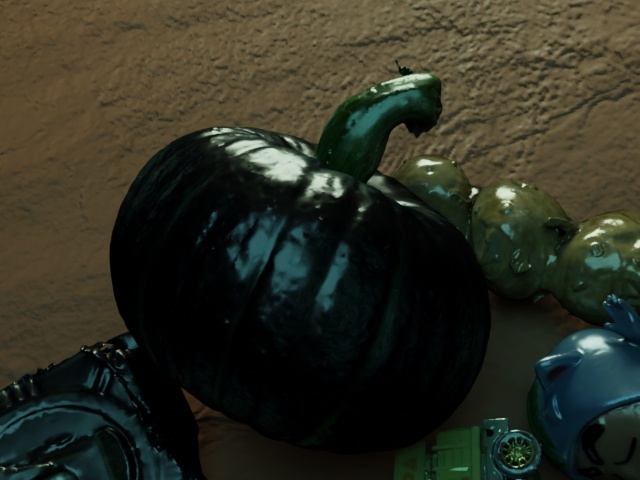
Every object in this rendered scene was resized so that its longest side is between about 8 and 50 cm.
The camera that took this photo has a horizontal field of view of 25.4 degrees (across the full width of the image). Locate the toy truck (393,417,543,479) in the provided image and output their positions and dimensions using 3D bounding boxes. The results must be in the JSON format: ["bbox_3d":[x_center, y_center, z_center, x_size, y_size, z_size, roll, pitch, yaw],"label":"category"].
[{"bbox_3d":[0.091,0.196,0.882,0.100,0.077,0.168,-3,64,9],"label":"toy truck"}]

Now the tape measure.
[{"bbox_3d":[-0.152,0.172,0.906,0.186,0.112,0.199,-28,62,-5],"label":"tape measure"}]

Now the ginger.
[{"bbox_3d":[0.137,-0.001,0.977,0.204,0.080,0.104,16,34,14],"label":"ginger"}]

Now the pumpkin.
[{"bbox_3d":[0.000,0.000,0.886,0.248,0.248,0.248,-3,63,6],"label":"pumpkin"}]

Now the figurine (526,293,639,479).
[{"bbox_3d":[0.225,0.107,0.900,0.178,0.114,0.144,-22,64,-14],"label":"figurine"}]
